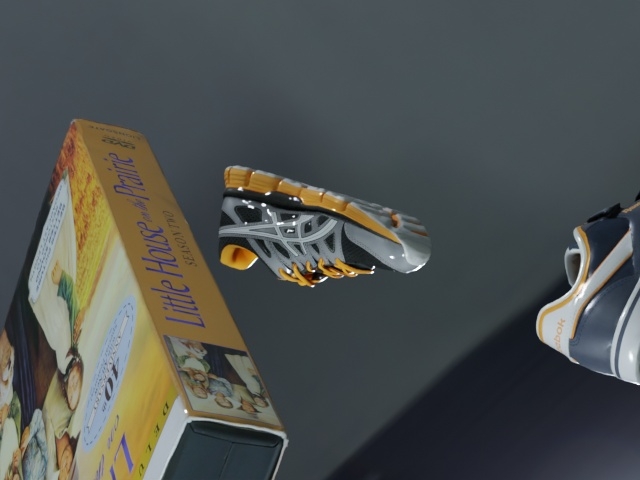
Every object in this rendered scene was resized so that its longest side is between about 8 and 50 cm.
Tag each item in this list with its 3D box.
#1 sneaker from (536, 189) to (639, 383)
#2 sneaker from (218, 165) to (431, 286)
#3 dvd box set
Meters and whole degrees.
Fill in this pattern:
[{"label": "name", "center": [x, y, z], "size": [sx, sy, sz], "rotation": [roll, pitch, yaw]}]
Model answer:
[{"label": "sneaker", "center": [0.329, 0.004, 1.694], "size": [0.127, 0.321, 0.126], "rotation": [16, 136, 30]}, {"label": "sneaker", "center": [0.000, 0.000, 1.322], "size": [0.215, 0.083, 0.084], "rotation": [16, 179, 45]}, {"label": "dvd box set", "center": [-0.144, 0.137, 1.034], "size": [0.062, 0.308, 0.420], "rotation": [13, -159, -22]}]
